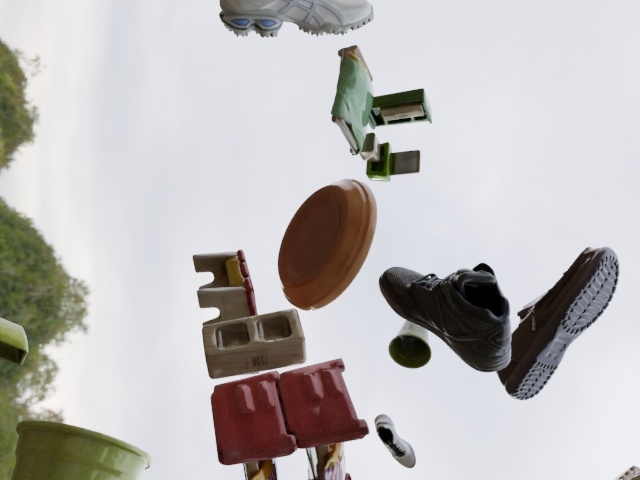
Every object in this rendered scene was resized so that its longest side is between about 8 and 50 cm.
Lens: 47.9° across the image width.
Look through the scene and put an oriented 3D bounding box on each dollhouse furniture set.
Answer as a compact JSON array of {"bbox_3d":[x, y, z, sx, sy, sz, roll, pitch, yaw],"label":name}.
[{"bbox_3d":[0.146,-0.285,1.624,0.151,0.301,0.197,-3,-114,20],"label":"dollhouse furniture set"},{"bbox_3d":[-0.058,0.186,0.899,0.374,0.152,0.201,-112,-164,-55],"label":"dollhouse furniture set"}]

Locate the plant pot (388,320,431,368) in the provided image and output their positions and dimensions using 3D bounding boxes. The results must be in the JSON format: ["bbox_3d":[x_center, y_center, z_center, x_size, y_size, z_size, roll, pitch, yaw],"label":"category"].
[{"bbox_3d":[0.181,0.193,1.407,0.083,0.083,0.079,-60,-179,35],"label":"plant pot"}]

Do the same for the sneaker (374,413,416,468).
[{"bbox_3d":[0.128,0.356,1.254,0.040,0.044,0.109,-37,-86,12],"label":"sneaker"}]

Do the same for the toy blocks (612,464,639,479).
[{"bbox_3d":[0.580,0.558,1.263,0.260,0.289,0.309,53,-42,23],"label":"toy blocks"}]

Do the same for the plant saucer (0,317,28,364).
[{"bbox_3d":[-0.636,0.167,1.350,0.188,0.188,0.045,-34,-147,59],"label":"plant saucer"}]

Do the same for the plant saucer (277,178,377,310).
[{"bbox_3d":[0.000,0.000,1.009,0.200,0.037,0.200,-38,-143,36],"label":"plant saucer"}]

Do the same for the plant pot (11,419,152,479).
[{"bbox_3d":[-0.497,0.515,1.389,0.276,0.276,0.254,-36,-146,51],"label":"plant pot"}]

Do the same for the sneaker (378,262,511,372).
[{"bbox_3d":[0.169,0.068,0.979,0.227,0.087,0.130,37,-43,45],"label":"sneaker"}]

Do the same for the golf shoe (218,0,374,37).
[{"bbox_3d":[-0.019,-0.261,0.758,0.069,0.176,0.086,45,-43,51],"label":"golf shoe"}]

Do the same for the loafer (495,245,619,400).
[{"bbox_3d":[0.470,0.152,1.491,0.366,0.134,0.130,-53,-138,3],"label":"loafer"}]
